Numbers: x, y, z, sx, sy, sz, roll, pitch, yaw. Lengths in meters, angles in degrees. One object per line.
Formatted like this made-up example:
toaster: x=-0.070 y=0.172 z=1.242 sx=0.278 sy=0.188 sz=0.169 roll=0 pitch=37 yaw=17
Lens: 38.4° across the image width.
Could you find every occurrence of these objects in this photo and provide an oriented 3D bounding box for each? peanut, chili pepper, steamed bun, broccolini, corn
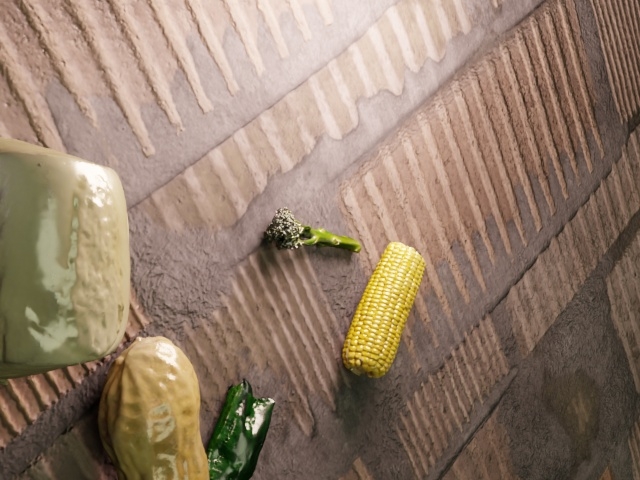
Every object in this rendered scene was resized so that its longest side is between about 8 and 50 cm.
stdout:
peanut: x=-0.227 y=0.290 z=1.258 sx=0.149 sy=0.149 sz=0.313 roll=-9 pitch=95 yaw=-43
chili pepper: x=-0.131 y=0.328 z=1.428 sx=0.098 sy=0.061 sz=0.224 roll=21 pitch=81 yaw=-36
steamed bun: x=-0.331 y=0.018 z=1.100 sx=0.272 sy=0.273 sz=0.291 roll=-12 pitch=107 yaw=-59
broccolini: x=0.001 y=-0.002 z=1.521 sx=0.216 sy=0.058 sz=0.067 roll=16 pitch=81 yaw=-44
corn: x=0.112 y=0.121 z=1.618 sx=0.093 sy=0.093 sz=0.244 roll=35 pitch=68 yaw=-40
